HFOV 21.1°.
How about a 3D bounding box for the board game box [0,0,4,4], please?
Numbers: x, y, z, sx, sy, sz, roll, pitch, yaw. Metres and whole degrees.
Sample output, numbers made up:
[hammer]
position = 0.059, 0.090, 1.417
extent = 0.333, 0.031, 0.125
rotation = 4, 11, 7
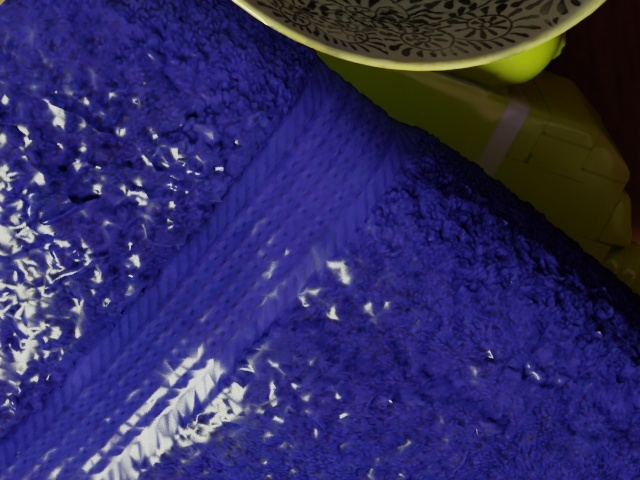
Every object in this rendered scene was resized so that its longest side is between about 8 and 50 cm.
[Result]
[board game box]
position = -0.149, -0.069, 0.493
extent = 0.039, 0.124, 0.259
rotation = 28, 120, -38

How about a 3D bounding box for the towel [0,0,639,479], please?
[towel]
position = -0.041, 0.045, 0.572
extent = 0.308, 0.076, 0.227
rotation = 35, 114, -23

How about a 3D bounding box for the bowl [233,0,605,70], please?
[bowl]
position = 0.014, -0.128, 0.501
extent = 0.170, 0.170, 0.080
rotation = -2, 177, -17

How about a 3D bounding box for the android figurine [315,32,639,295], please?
[android figurine]
position = 0.000, 0.000, 0.627
extent = 0.273, 0.056, 0.248
rotation = 19, 117, -20
